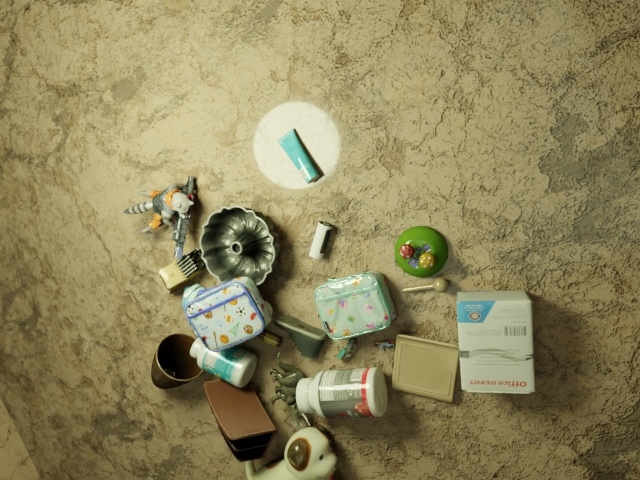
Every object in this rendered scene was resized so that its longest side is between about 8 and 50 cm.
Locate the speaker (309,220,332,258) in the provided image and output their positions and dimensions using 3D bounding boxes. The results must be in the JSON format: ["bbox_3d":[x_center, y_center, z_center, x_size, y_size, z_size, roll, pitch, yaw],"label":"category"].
[{"bbox_3d":[0.000,0.000,1.759,0.055,0.055,0.136,22,107,16],"label":"speaker"}]

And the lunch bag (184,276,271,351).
[{"bbox_3d":[-0.358,0.277,1.792,0.304,0.115,0.243,-24,100,18],"label":"lunch bag"}]

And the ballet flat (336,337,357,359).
[{"bbox_3d":[0.105,0.421,1.812,0.041,0.041,0.114,36,112,12],"label":"ballet flat"}]

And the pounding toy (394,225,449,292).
[{"bbox_3d":[0.337,0.074,1.611,0.183,0.110,0.236,-6,98,23],"label":"pounding toy"}]

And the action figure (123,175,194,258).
[{"bbox_3d":[-0.626,-0.098,1.887,0.331,0.179,0.340,-13,69,40],"label":"action figure"}]

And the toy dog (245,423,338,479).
[{"bbox_3d":[-0.085,0.925,1.889,0.395,0.285,0.407,44,113,30],"label":"toy dog"}]

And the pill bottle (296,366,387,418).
[{"bbox_3d":[0.077,0.574,1.777,0.319,0.176,0.176,-11,96,23],"label":"pill bottle"}]

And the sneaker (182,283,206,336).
[{"bbox_3d":[-0.450,0.225,1.949,0.319,0.127,0.208,-44,72,11],"label":"sneaker"}]

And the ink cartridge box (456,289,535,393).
[{"bbox_3d":[0.568,0.327,1.551,0.224,0.129,0.306,-3,99,15],"label":"ink cartridge box"}]

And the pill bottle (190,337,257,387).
[{"bbox_3d":[-0.406,0.493,1.969,0.264,0.146,0.146,20,107,18],"label":"pill bottle"}]

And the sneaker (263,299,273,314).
[{"bbox_3d":[-0.320,0.330,1.924,0.272,0.108,0.100,-35,88,25],"label":"sneaker"}]

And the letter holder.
[{"bbox_3d":[-0.351,0.710,1.882,0.302,0.215,0.151,43,118,46],"label":"letter holder"}]

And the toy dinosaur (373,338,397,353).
[{"bbox_3d":[0.239,0.386,1.762,0.082,0.047,0.090,24,74,26],"label":"toy dinosaur"}]

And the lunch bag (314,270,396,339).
[{"bbox_3d":[0.117,0.232,1.730,0.280,0.108,0.223,-18,94,24],"label":"lunch bag"}]

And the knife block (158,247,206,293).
[{"bbox_3d":[-0.551,0.115,1.997,0.088,0.242,0.276,58,159,3],"label":"knife block"}]

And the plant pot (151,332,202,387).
[{"bbox_3d":[-0.643,0.552,2.058,0.215,0.215,0.230,48,127,7],"label":"plant pot"}]

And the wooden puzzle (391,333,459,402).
[{"bbox_3d":[0.378,0.458,1.713,0.221,0.044,0.238,8,108,20],"label":"wooden puzzle"}]

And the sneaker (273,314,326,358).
[{"bbox_3d":[-0.097,0.380,1.858,0.222,0.083,0.118,21,108,16],"label":"sneaker"}]

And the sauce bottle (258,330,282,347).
[{"bbox_3d":[-0.219,0.393,1.932,0.128,0.042,0.042,23,108,18],"label":"sauce bottle"}]

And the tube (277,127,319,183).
[{"bbox_3d":[-0.080,-0.306,1.737,0.080,0.052,0.207,-35,82,19],"label":"tube"}]

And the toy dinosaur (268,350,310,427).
[{"bbox_3d":[-0.119,0.580,1.907,0.161,0.121,0.312,-2,95,10],"label":"toy dinosaur"}]

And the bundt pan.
[{"bbox_3d":[-0.297,0.019,1.843,0.331,0.124,0.330,4,102,21],"label":"bundt pan"}]
